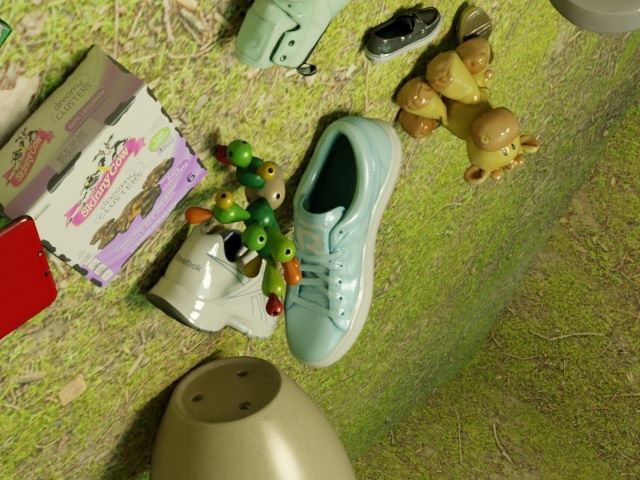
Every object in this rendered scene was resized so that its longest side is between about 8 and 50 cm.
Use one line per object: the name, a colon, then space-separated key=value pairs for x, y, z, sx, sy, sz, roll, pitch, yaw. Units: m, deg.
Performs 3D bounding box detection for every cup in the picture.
cup: x=-0.118 y=0.318 z=1.533 sx=0.331 sy=0.331 sz=0.236 roll=-35 pitch=128 yaw=-40

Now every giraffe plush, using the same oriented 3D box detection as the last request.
giraffe plush: x=0.235 y=-0.178 z=1.538 sx=0.181 sy=0.170 sz=0.210 roll=-39 pitch=157 yaw=10

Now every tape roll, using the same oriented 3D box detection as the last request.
tape roll: x=0.456 y=-0.436 z=1.572 sx=0.219 sy=0.219 sz=0.072 roll=-50 pitch=162 yaw=-5

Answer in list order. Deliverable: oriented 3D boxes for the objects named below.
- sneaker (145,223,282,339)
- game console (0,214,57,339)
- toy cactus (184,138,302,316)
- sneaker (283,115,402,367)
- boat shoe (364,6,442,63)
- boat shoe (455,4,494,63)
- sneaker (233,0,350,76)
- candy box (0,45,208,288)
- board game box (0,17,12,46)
sneaker: x=-0.110 y=0.054 z=1.331 sx=0.129 sy=0.111 sz=0.297 roll=-63 pitch=162 yaw=3
game console: x=-0.307 y=0.032 z=0.860 sx=0.144 sy=0.124 sz=0.085 roll=96 pitch=11 yaw=-57
toy cactus: x=-0.079 y=-0.034 z=1.217 sx=0.180 sy=0.112 sz=0.219 roll=-82 pitch=152 yaw=-58
sneaker: x=0.000 y=0.000 z=1.396 sx=0.150 sy=0.135 sz=0.365 roll=5 pitch=98 yaw=-59
boat shoe: x=0.114 y=-0.278 z=1.330 sx=0.142 sy=0.049 sz=0.040 roll=-37 pitch=156 yaw=-32
boat shoe: x=0.233 y=-0.317 z=1.553 sx=0.056 sy=0.048 sz=0.153 roll=-36 pitch=154 yaw=3
sneaker: x=-0.043 y=-0.234 z=0.972 sx=0.151 sy=0.094 sz=0.256 roll=-57 pitch=160 yaw=13
candy box: x=-0.207 y=-0.060 z=0.944 sx=0.165 sy=0.070 sz=0.196 roll=-49 pitch=160 yaw=-8
board game box: x=-0.347 y=-0.097 z=0.595 sx=0.213 sy=0.046 sz=0.317 roll=-53 pitch=161 yaw=6
